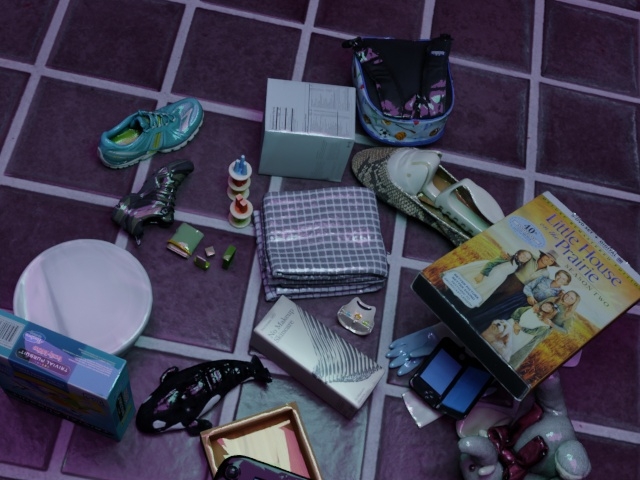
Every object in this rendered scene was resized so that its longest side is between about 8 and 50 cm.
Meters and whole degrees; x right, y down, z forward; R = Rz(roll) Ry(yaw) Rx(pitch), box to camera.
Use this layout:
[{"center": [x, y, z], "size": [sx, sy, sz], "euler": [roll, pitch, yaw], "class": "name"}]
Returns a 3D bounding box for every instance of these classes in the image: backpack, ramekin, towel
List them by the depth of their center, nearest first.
[{"center": [-0.484, 0.142, 1.767], "size": [0.273, 0.127, 0.273], "euler": [4, 64, -8], "class": "ramekin"}, {"center": [0.000, 0.000, 1.916], "size": [0.283, 0.121, 0.235], "euler": [-3, 64, -10], "class": "towel"}, {"center": [0.196, -0.351, 2.065], "size": [0.276, 0.213, 0.263], "euler": [-3, 53, -3], "class": "backpack"}]

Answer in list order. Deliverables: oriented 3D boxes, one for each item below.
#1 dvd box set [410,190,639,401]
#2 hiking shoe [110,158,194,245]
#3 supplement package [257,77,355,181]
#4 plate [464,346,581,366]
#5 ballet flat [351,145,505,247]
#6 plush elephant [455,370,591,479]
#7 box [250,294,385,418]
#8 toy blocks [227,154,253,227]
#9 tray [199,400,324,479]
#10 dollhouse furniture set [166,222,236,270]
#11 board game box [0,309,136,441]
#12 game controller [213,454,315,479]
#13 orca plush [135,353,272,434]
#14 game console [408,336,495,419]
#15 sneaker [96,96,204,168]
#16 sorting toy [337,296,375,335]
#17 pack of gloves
[{"center": [0.430, 0.095, 1.720], "size": [0.420, 0.062, 0.307], "euler": [-28, 66, -32], "class": "dvd box set"}, {"center": [-0.359, -0.088, 1.933], "size": [0.227, 0.086, 0.114], "euler": [-43, 91, -18], "class": "hiking shoe"}, {"center": [-0.034, -0.253, 1.990], "size": [0.203, 0.194, 0.149], "euler": [5, 63, -7], "class": "supplement package"}, {"center": [0.467, 0.133, 1.895], "size": [0.278, 0.045, 0.277], "euler": [7, 101, -12], "class": "plate"}, {"center": [0.291, -0.101, 1.977], "size": [0.483, 0.182, 0.164], "euler": [38, 63, 10], "class": "ballet flat"}, {"center": [0.383, 0.421, 1.717], "size": [0.255, 0.330, 0.272], "euler": [-15, 52, 8], "class": "plush elephant"}, {"center": [-0.008, 0.246, 1.811], "size": [0.275, 0.094, 0.113], "euler": [35, 64, 7], "class": "box"}, {"center": [-0.180, -0.112, 1.925], "size": [0.054, 0.148, 0.123], "euler": [-2, 65, -10], "class": "toy blocks"}, {"center": [-0.078, 0.544, 1.670], "size": [0.203, 0.076, 0.411], "euler": [-15, 69, -16], "class": "tray"}, {"center": [-0.265, 0.011, 1.902], "size": [0.151, 0.058, 0.076], "euler": [28, 63, 5], "class": "dollhouse furniture set"}, {"center": [-0.483, 0.259, 1.593], "size": [0.253, 0.336, 0.079], "euler": [22, 63, 2], "class": "board game box"}, {"center": [-0.059, 0.524, 1.605], "size": [0.319, 0.067, 0.166], "euler": [19, 63, 1], "class": "game controller"}, {"center": [-0.237, 0.306, 1.741], "size": [0.287, 0.102, 0.151], "euler": [-9, 67, -13], "class": "orca plush"}, {"center": [0.281, 0.288, 1.812], "size": [0.124, 0.085, 0.144], "euler": [42, 70, -2], "class": "game console"}, {"center": [-0.388, -0.257, 1.983], "size": [0.275, 0.110, 0.107], "euler": [-32, 73, -22], "class": "sneaker"}, {"center": [0.086, 0.164, 1.898], "size": [0.083, 0.045, 0.075], "euler": [30, 56, 6], "class": "sorting toy"}, {"center": [0.272, 0.272, 1.872], "size": [0.232, 0.046, 0.195], "euler": [-21, 69, -18], "class": "pack of gloves"}]
